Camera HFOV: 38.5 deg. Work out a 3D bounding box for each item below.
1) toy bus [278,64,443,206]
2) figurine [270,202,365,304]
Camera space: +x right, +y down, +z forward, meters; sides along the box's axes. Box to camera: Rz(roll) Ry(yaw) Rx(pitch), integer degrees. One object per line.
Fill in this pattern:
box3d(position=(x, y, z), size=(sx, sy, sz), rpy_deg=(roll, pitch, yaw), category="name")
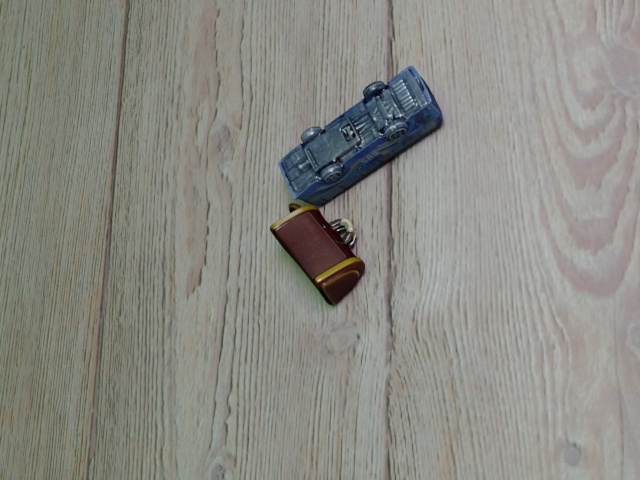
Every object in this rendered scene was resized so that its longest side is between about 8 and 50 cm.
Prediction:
box3d(position=(0.055, -0.140, 1.256), size=(0.236, 0.094, 0.079), rpy_deg=(-33, 70, 20), category="toy bus")
box3d(position=(0.000, 0.000, 1.265), size=(0.098, 0.082, 0.154), rpy_deg=(-38, 61, 0), category="figurine")
